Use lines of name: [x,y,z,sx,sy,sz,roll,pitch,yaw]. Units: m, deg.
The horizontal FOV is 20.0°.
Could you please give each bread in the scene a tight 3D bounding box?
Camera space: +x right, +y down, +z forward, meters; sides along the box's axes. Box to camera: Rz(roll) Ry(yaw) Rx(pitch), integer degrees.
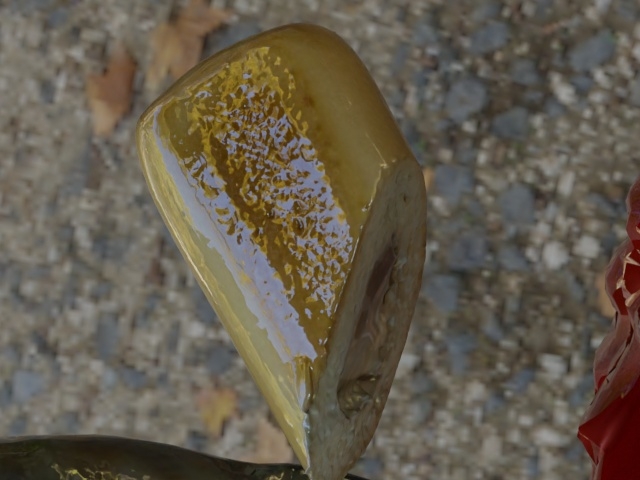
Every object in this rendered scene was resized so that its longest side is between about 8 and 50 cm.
bread: [0.001,0.001,0.441,0.062,0.049,0.103,-32,76,9]

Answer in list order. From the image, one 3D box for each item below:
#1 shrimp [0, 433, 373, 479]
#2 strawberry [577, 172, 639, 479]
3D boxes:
shrimp: [-0.060,0.113,0.608,0.173,0.253,0.058,-138,60,-64]
strawberry: [0.202,0.108,0.395,0.312,0.267,0.351,-132,21,-67]
